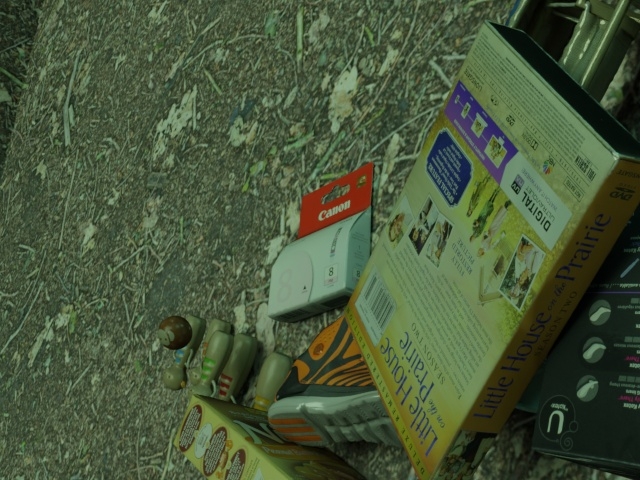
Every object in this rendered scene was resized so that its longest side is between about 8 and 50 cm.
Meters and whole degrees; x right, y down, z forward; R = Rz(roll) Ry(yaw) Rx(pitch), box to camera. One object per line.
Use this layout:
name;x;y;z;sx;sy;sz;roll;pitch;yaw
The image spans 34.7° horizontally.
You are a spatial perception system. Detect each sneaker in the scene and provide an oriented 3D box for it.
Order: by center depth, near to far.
sneaker;0.082;0.171;1.358;0.321;0.124;0.180;-5;46;32

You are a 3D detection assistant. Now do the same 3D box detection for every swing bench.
swing bench;0.285;-0.182;1.244;0.254;0.165;0.253;35;101;55

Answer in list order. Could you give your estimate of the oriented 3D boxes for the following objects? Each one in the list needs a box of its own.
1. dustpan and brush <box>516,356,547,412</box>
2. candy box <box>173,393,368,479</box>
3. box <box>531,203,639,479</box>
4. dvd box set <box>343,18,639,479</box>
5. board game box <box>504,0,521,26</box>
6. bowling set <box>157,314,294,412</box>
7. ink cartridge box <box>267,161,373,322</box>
dustpan and brush;0.209;0.139;1.225;0.211;0.060;0.147;-13;61;37
candy box;-0.050;0.321;1.399;0.316;0.183;0.087;27;94;55
box;0.335;0.100;1.021;0.143;0.165;0.270;-4;68;53
dvd box set;0.168;0.014;1.114;0.420;0.062;0.307;-66;28;27
board game box;0.288;-0.305;1.407;0.133;0.033;0.169;-87;21;-74
bowling set;-0.197;0.209;1.655;0.287;0.200;0.154;19;88;59
ink cartridge box;0.000;0.000;1.623;0.189;0.066;0.232;-23;58;45
